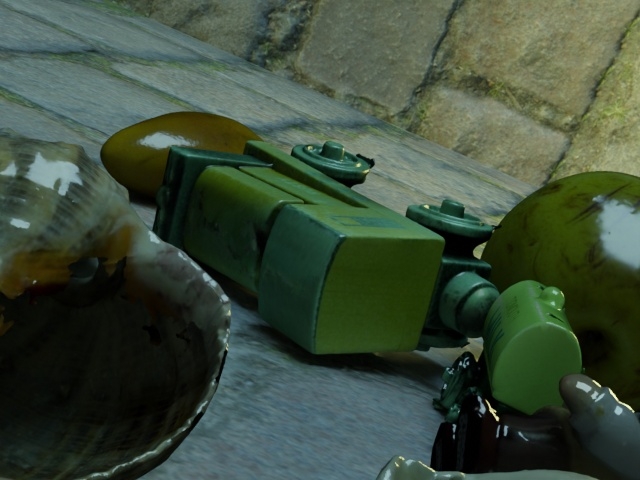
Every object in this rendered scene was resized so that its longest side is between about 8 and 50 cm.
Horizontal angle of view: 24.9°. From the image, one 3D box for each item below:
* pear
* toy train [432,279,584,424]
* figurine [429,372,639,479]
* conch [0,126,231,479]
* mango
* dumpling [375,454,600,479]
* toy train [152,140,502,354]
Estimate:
[{"bbox_3d":[0.301,0.062,1.541,0.283,0.284,0.283,21,11,-4],"label":"pear"},{"bbox_3d":[0.177,0.113,1.284,0.105,0.157,0.253,25,9,1],"label":"toy train"},{"bbox_3d":[0.274,0.169,1.111,0.365,0.218,0.206,19,48,-3],"label":"figurine"},{"bbox_3d":[-0.176,0.065,0.856,0.210,0.159,0.291,29,48,-10],"label":"conch"},{"bbox_3d":[-0.167,-0.099,1.760,0.138,0.113,0.253,35,23,35],"label":"mango"},{"bbox_3d":[0.125,0.225,0.709,0.243,0.175,0.227,8,42,-2],"label":"dumpling"},{"bbox_3d":[0.000,0.000,1.497,0.253,0.160,0.397,2,18,-38],"label":"toy train"}]
